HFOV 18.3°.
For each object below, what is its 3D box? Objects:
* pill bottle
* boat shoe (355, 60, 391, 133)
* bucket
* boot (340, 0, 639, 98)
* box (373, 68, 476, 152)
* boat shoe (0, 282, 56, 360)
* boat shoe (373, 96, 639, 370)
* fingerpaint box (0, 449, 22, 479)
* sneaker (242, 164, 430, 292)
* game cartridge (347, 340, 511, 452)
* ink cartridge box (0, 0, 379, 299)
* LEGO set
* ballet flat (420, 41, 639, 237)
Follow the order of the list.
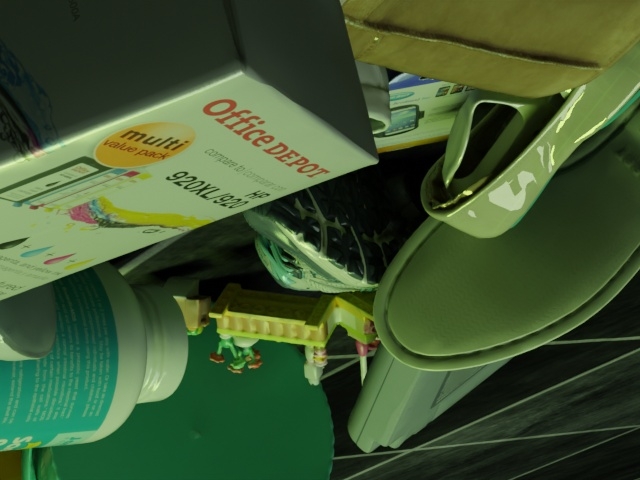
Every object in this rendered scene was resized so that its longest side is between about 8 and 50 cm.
[{"bbox_3d":[-0.230,0.082,1.456,0.264,0.146,0.146,-1,160,-38],"label":"pill bottle"},{"bbox_3d":[-0.065,-0.080,1.168,0.226,0.075,0.083,-12,164,-8],"label":"boat shoe"},{"bbox_3d":[-0.122,0.188,1.712,0.281,0.281,0.183,-10,162,-16],"label":"bucket"},{"bbox_3d":[0.045,-0.105,1.109,0.269,0.089,0.236,2,146,-48],"label":"boot"},{"bbox_3d":[0.061,-0.096,1.320,0.081,0.028,0.136,-11,162,-12],"label":"box"},{"bbox_3d":[-0.271,0.013,1.248,0.105,0.113,0.306,-12,163,18],"label":"boat shoe"},{"bbox_3d":[0.184,-0.024,1.409,0.340,0.127,0.113,-43,173,-1],"label":"boat shoe"},{"bbox_3d":[-0.428,0.405,1.991,0.163,0.371,0.445,-1,159,-34],"label":"fingerpaint box"},{"bbox_3d":[0.000,0.000,1.453,0.122,0.110,0.283,-17,164,23],"label":"sneaker"},{"bbox_3d":[0.150,0.036,1.555,0.294,0.060,0.196,-34,163,-32],"label":"game cartridge"},{"bbox_3d":[-0.121,-0.090,0.909,0.233,0.168,0.171,-20,163,16],"label":"ink cartridge box"},{"bbox_3d":[0.004,0.079,1.635,0.287,0.132,0.107,-12,122,-13],"label":"LEGO set"},{"bbox_3d":[0.143,-0.093,1.261,0.086,0.086,0.248,-1,140,-39],"label":"ballet flat"}]
